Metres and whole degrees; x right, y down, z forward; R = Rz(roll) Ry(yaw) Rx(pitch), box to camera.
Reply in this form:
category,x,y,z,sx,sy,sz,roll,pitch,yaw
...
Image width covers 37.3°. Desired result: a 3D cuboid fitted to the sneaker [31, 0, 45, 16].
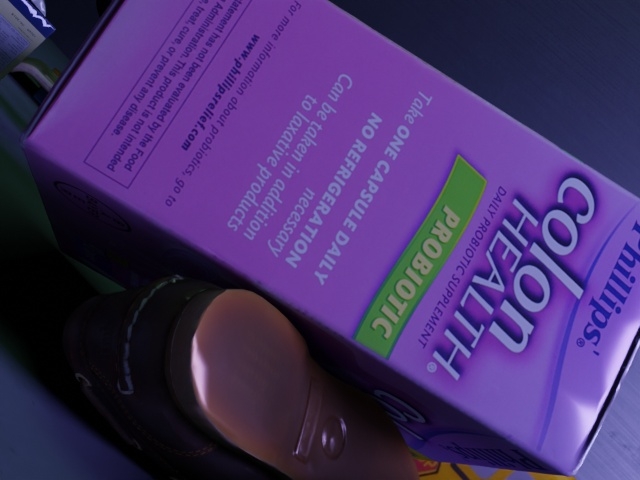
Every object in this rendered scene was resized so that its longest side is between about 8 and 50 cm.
category,x,y,z,sx,sy,sz,roll,pitch,yaw
sneaker,-0.442,-0.371,1.096,0.321,0.126,0.127,60,-3,-28

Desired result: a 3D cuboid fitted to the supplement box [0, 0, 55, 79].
category,x,y,z,sx,sy,sz,roll,pitch,yaw
supplement box,-0.218,-0.130,0.574,0.056,0.083,0.083,48,-2,-39

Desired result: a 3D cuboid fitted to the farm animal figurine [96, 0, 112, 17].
category,x,y,z,sx,sy,sz,roll,pitch,yaw
farm animal figurine,-0.089,-0.039,0.780,0.330,0.172,0.327,59,-16,17

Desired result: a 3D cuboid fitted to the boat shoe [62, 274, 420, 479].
category,x,y,z,sx,sy,sz,roll,pitch,yaw
boat shoe,-0.022,0.083,0.393,0.073,0.073,0.207,-4,-42,32

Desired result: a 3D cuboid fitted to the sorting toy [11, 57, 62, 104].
category,x,y,z,sx,sy,sz,roll,pitch,yaw
sorting toy,-0.301,-0.150,1.222,0.229,0.041,0.307,43,-1,-18

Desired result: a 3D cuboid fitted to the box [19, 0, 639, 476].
category,x,y,z,sx,sy,sz,roll,pitch,yaw
box,0.000,0.000,0.460,0.243,0.117,0.213,31,-15,-5

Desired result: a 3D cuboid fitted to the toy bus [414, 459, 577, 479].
category,x,y,z,sx,sy,sz,roll,pitch,yaw
toy bus,0.111,0.192,0.662,0.332,0.130,0.108,46,-2,16
